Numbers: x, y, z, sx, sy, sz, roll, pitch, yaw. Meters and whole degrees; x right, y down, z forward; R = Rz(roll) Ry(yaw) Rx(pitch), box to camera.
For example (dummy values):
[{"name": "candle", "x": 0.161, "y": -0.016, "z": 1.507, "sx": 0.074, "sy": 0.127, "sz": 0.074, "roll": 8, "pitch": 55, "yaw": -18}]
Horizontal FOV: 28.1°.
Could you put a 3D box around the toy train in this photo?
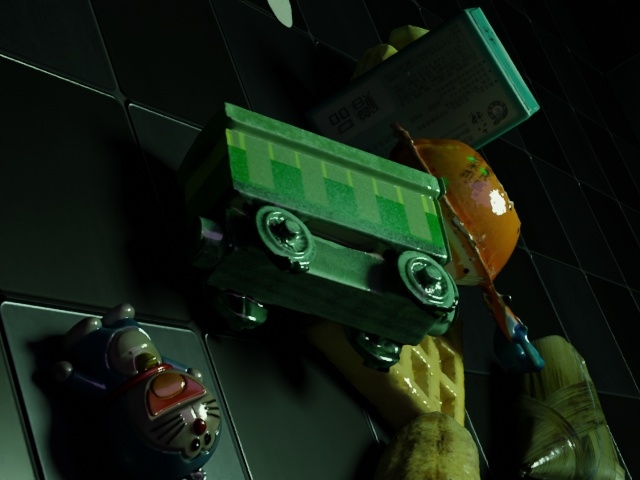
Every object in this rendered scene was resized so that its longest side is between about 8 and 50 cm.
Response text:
[{"name": "toy train", "x": 0.000, "y": 0.000, "z": 1.229, "sx": 0.301, "sy": 0.120, "sz": 0.202, "roll": 17, "pitch": 44, "yaw": -30}]

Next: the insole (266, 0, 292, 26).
[{"name": "insole", "x": -0.070, "y": -0.363, "z": 1.728, "sx": 0.065, "sy": 0.004, "sz": 0.197, "roll": 29, "pitch": 37, "yaw": -48}]

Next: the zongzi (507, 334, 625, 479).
[{"name": "zongzi", "x": 0.268, "y": 0.209, "z": 1.583, "sx": 0.242, "sy": 0.112, "sz": 0.221, "roll": 25, "pitch": 42, "yaw": -50}]

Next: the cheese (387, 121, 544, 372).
[{"name": "cheese", "x": 0.166, "y": 0.008, "z": 1.464, "sx": 0.329, "sy": 0.129, "sz": 0.217, "roll": 59, "pitch": 1, "yaw": -19}]

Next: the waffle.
[{"name": "waffle", "x": 0.077, "y": 0.099, "z": 1.410, "sx": 0.248, "sy": 0.055, "sz": 0.221, "roll": 47, "pitch": 26, "yaw": -25}]

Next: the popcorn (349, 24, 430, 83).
[{"name": "popcorn", "x": 0.130, "y": -0.188, "z": 1.708, "sx": 0.187, "sy": 0.167, "sz": 0.185, "roll": 39, "pitch": 55, "yaw": 5}]

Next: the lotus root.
[{"name": "lotus root", "x": 0.100, "y": 0.247, "z": 1.225, "sx": 0.258, "sy": 0.110, "sz": 0.097, "roll": -79, "pitch": 174, "yaw": -61}]

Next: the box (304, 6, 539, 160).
[{"name": "box", "x": 0.125, "y": -0.159, "z": 1.571, "sx": 0.153, "sy": 0.245, "sz": 0.092, "roll": 60, "pitch": 21, "yaw": -1}]

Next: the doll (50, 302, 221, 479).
[{"name": "doll", "x": -0.130, "y": 0.121, "z": 0.958, "sx": 0.114, "sy": 0.085, "sz": 0.152, "roll": -20, "pitch": 69, "yaw": -42}]
